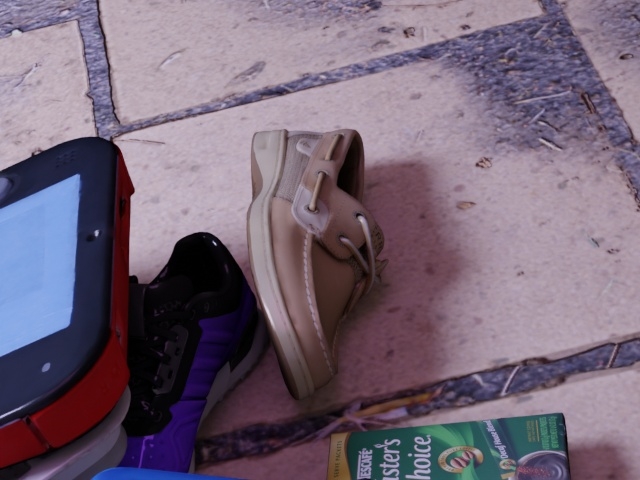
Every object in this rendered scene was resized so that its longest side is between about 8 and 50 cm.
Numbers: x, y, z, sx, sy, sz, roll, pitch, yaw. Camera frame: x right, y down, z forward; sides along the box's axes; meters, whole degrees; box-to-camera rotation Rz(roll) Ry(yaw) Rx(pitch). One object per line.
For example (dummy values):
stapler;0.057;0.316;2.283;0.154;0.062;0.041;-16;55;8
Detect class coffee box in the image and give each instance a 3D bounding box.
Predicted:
coffee box;0.095;0.181;1.188;0.184;0.040;0.113;-6;27;9

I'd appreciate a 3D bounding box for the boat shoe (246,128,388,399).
boat shoe;0.000;0.000;1.386;0.110;0.121;0.341;-10;38;4

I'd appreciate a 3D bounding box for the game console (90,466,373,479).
game console;-0.020;0.296;0.947;0.173;0.250;0.293;-16;38;9

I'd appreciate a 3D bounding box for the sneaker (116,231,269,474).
sneaker;-0.140;0.104;1.278;0.102;0.146;0.293;5;42;21

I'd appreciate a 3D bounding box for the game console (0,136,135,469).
game console;-0.308;0.068;1.248;0.342;0.060;0.386;-19;31;6

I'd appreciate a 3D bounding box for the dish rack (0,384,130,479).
dish rack;-0.306;0.166;1.220;0.285;0.072;0.333;-35;34;-18
